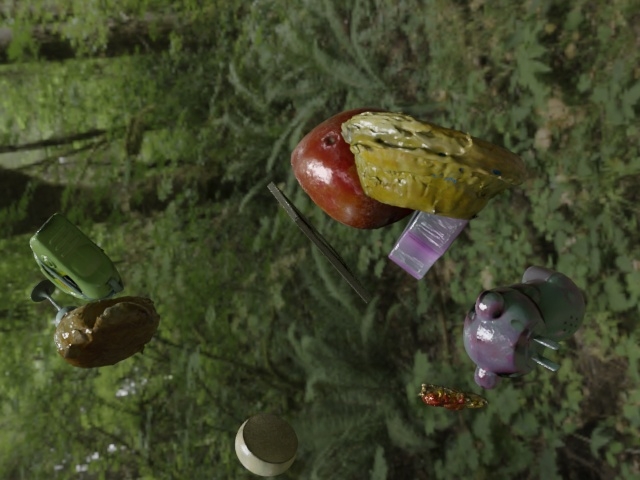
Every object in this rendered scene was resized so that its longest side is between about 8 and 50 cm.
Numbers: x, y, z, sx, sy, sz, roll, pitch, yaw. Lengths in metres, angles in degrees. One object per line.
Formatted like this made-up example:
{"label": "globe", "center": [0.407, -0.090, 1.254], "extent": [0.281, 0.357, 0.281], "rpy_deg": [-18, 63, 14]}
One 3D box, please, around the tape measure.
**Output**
{"label": "tape measure", "center": [-0.433, 0.040, 1.382], "extent": [0.177, 0.087, 0.154], "rpy_deg": [47, 148, -17]}

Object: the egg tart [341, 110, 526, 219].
{"label": "egg tart", "center": [0.208, -0.137, 1.538], "extent": [0.388, 0.387, 0.169], "rpy_deg": [-143, 68, -82]}

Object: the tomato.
{"label": "tomato", "center": [0.115, -0.194, 1.812], "extent": [0.144, 0.338, 0.338], "rpy_deg": [113, 152, -57]}

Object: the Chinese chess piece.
{"label": "Chinese chess piece", "center": [-0.103, 0.393, 1.502], "extent": [0.122, 0.122, 0.051], "rpy_deg": [-103, 31, -48]}

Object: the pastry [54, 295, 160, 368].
{"label": "pastry", "center": [-0.448, 0.193, 1.653], "extent": [0.100, 0.218, 0.229], "rpy_deg": [61, 156, 25]}

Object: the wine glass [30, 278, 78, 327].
{"label": "wine glass", "center": [-0.684, 0.190, 2.075], "extent": [0.195, 0.079, 0.079], "rpy_deg": [38, 151, 25]}

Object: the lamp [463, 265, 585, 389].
{"label": "lamp", "center": [0.473, 0.200, 1.771], "extent": [0.247, 0.301, 0.247], "rpy_deg": [30, 130, 46]}

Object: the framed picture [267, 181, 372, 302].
{"label": "framed picture", "center": [0.000, 0.000, 1.566], "extent": [0.260, 0.023, 0.189], "rpy_deg": [49, -178, -33]}

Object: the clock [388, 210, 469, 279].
{"label": "clock", "center": [0.295, -0.070, 1.903], "extent": [0.338, 0.102, 0.338], "rpy_deg": [-55, -2, -3]}

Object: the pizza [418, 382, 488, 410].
{"label": "pizza", "center": [0.178, 0.234, 1.137], "extent": [0.099, 0.100, 0.029], "rpy_deg": [134, 151, -69]}
